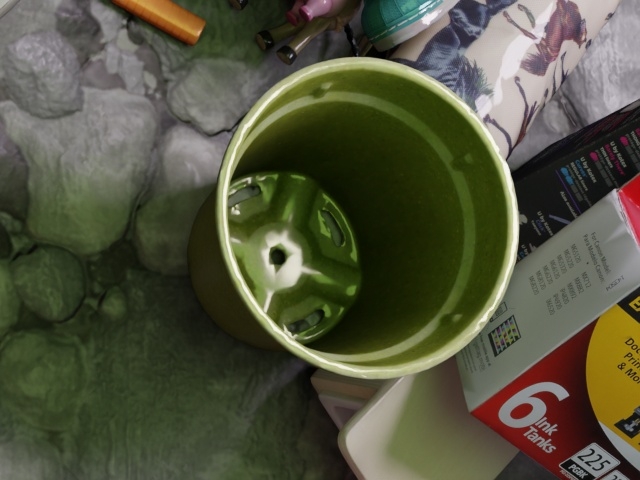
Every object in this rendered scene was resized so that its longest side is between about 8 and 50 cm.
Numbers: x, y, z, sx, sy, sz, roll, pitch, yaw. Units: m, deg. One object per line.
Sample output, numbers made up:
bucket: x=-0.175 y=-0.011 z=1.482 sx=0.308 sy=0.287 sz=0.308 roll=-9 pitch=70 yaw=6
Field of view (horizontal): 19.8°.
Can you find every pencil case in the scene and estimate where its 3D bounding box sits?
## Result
pencil case: x=0.185 y=-0.199 z=1.805 sx=0.160 sy=0.183 sz=0.410 roll=29 pitch=70 yaw=21

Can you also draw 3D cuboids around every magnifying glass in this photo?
magnifying glass: x=-0.215 y=-0.252 z=1.743 sx=0.231 sy=0.026 sz=0.092 roll=29 pitch=72 yaw=-16

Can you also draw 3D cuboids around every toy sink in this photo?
toy sink: x=0.093 y=0.155 z=1.725 sx=0.234 sy=0.131 sz=0.152 roll=-45 pitch=116 yaw=-25

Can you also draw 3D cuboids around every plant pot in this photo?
plant pot: x=0.000 y=0.000 z=1.662 sx=0.276 sy=0.254 sz=0.276 roll=4 pitch=79 yaw=-20

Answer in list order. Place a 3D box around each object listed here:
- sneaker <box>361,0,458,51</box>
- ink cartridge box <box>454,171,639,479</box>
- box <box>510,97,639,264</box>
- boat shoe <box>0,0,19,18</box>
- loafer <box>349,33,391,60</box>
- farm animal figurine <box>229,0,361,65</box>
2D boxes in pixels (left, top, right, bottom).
sneaker: x=0.090 y=-0.298 z=1.722 sx=0.121 sy=0.108 sz=0.302 roll=47 pitch=44 yaw=-20
ink cartridge box: x=0.315 y=0.107 z=1.631 sx=0.309 sy=0.272 sz=0.130 roll=36 pitch=25 yaw=-32
box: x=0.315 y=-0.055 z=1.768 sx=0.165 sy=0.270 sz=0.143 roll=-35 pitch=95 yaw=-46
boat shoe: x=-0.329 y=-0.217 z=1.637 sx=0.091 sy=0.109 sz=0.305 roll=44 pitch=79 yaw=-9
loafer: x=0.040 y=-0.154 z=1.819 sx=0.045 sy=0.039 sz=0.125 roll=24 pitch=73 yaw=-17
farm animal figurine: x=-0.050 y=-0.363 z=1.727 sx=0.172 sy=0.330 sz=0.327 roll=-39 pitch=68 yaw=-19
